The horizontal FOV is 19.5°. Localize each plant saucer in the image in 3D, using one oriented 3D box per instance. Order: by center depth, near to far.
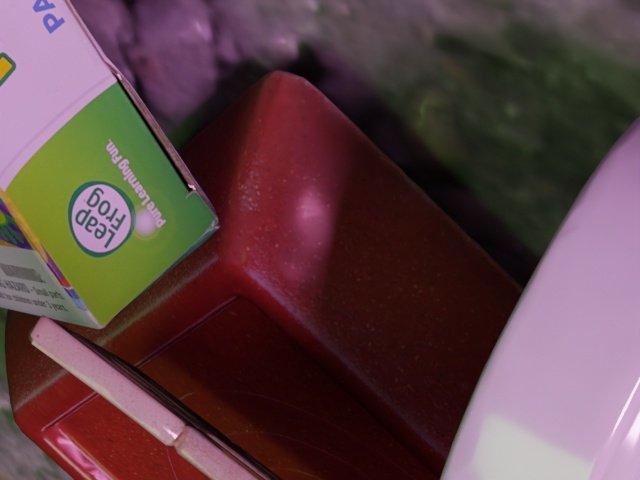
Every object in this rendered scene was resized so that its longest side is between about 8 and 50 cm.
[{"bbox_3d":[0.013,0.091,0.628,0.259,0.047,0.258,43,148,-8],"label":"plant saucer"}]

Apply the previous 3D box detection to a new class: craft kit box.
[{"bbox_3d":[-0.172,-0.093,0.561,0.250,0.061,0.246,6,131,55],"label":"craft kit box"}]

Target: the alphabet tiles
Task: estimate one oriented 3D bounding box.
[{"bbox_3d":[0.033,0.101,0.485,0.237,0.009,0.198,37,174,5],"label":"alphabet tiles"}]

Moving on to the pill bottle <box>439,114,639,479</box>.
[{"bbox_3d":[0.164,0.080,0.387,0.265,0.153,0.153,28,144,18],"label":"pill bottle"}]
